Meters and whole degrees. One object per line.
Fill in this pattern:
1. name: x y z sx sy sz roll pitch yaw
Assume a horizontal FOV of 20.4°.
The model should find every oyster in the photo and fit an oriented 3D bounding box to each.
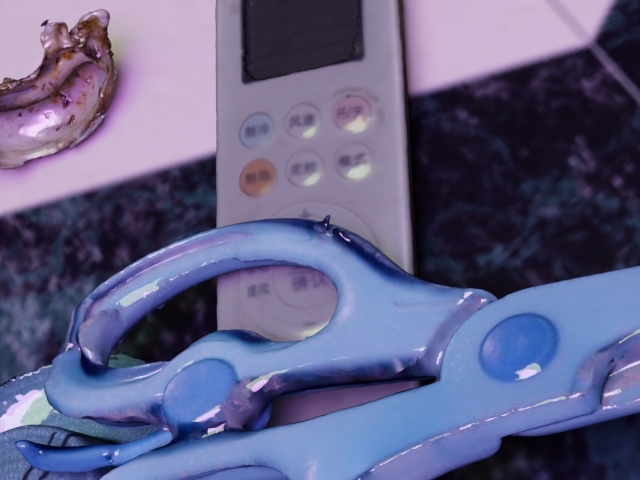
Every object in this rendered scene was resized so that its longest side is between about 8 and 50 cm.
1. oyster: -0.136 -0.075 0.820 0.083 0.081 0.038 -3 38 -12

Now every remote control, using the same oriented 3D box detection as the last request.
1. remote control: 0.001 0.000 0.744 0.090 0.038 0.310 -10 65 20

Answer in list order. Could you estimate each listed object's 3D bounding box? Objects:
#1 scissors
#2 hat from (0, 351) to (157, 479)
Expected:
1. scissors: 0.067 0.040 0.633 0.392 0.032 0.180 -14 48 18
2. hat: -0.115 0.128 0.719 0.138 0.078 0.191 5 72 24
